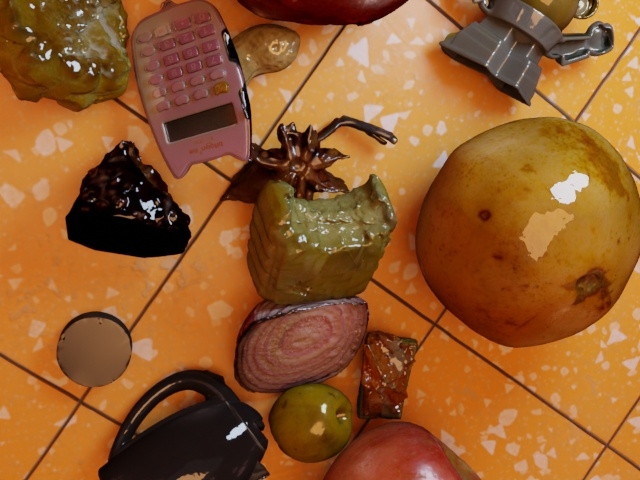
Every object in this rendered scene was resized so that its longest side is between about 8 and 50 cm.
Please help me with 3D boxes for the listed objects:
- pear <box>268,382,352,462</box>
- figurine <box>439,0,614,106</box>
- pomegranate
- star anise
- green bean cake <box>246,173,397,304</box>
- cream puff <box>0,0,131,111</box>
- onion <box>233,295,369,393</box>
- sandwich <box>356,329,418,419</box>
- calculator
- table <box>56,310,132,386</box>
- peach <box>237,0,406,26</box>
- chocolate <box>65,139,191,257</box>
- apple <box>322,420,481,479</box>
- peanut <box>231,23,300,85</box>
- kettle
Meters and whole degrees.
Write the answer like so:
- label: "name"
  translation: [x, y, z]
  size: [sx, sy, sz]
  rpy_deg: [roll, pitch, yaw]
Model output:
- label: "pear"
  translation: [-0.020, 0.346, 1.490]
  size: [0.162, 0.149, 0.149]
  rpy_deg: [-20, 103, 24]
- label: "figurine"
  translation: [0.391, -0.425, 1.467]
  size: [0.342, 0.167, 0.285]
  rpy_deg: [25, 101, -35]
- label: "pomegranate"
  translation: [0.371, -0.022, 1.423]
  size: [0.416, 0.416, 0.417]
  rpy_deg: [-2, 98, -12]
- label: "star anise"
  translation: [-0.016, -0.133, 1.438]
  size: [0.346, 0.148, 0.238]
  rpy_deg: [-25, 124, -10]
- label: "green bean cake"
  translation: [0.000, 0.000, 1.374]
  size: [0.236, 0.124, 0.233]
  rpy_deg: [-6, 138, -21]
- label: "cream puff"
  translation: [-0.444, -0.342, 1.307]
  size: [0.281, 0.185, 0.282]
  rpy_deg: [19, 62, -41]
- label: "onion"
  translation: [-0.051, 0.178, 1.487]
  size: [0.249, 0.111, 0.248]
  rpy_deg: [-6, 136, -21]
- label: "sandwich"
  translation: [0.127, 0.268, 1.512]
  size: [0.109, 0.160, 0.185]
  rpy_deg: [8, 91, 4]
- label: "calculator"
  translation: [-0.218, -0.264, 1.339]
  size: [0.194, 0.043, 0.294]
  rpy_deg: [-13, 96, 21]
- label: "table"
  translation: [-0.414, 0.200, 1.442]
  size: [0.133, 0.043, 0.134]
  rpy_deg: [-2, 98, -12]
- label: "peach"
  translation: [0.021, -0.535, 1.297]
  size: [0.416, 0.339, 0.353]
  rpy_deg: [-23, 139, -9]
- label: "chocolate"
  translation: [-0.319, -0.085, 1.364]
  size: [0.206, 0.224, 0.177]
  rpy_deg: [10, 73, -13]
- label: "apple"
  translation: [0.150, 0.529, 1.452]
  size: [0.363, 0.364, 0.364]
  rpy_deg: [-2, 98, -12]
- label: "peanut"
  translation: [-0.142, -0.315, 1.398]
  size: [0.229, 0.098, 0.103]
  rpy_deg: [-31, 72, -4]
- label: "kettle"
  translation: [-0.246, 0.385, 1.440]
  size: [0.290, 0.207, 0.268]
  rpy_deg: [-39, 76, -10]
